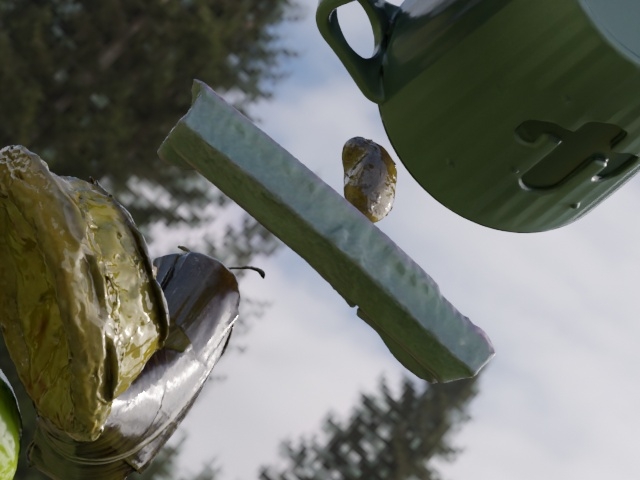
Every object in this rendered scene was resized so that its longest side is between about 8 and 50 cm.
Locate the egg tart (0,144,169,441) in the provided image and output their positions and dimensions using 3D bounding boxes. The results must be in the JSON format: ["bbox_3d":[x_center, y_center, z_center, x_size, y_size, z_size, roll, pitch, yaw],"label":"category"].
[{"bbox_3d":[-0.148,0.028,1.006,0.191,0.074,0.191,42,-38,45],"label":"egg tart"}]

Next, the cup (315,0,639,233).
[{"bbox_3d":[0.222,-0.195,1.682,0.392,0.401,0.310,-41,-115,64],"label":"cup"}]

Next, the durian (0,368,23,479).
[{"bbox_3d":[-0.303,0.170,1.302,0.101,0.139,0.250,40,-49,24],"label":"durian"}]

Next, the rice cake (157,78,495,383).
[{"bbox_3d":[0.002,0.000,1.211,0.290,0.051,0.081,41,-35,-3],"label":"rice cake"}]

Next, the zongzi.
[{"bbox_3d":[-0.138,0.078,1.363,0.111,0.248,0.241,34,-23,5],"label":"zongzi"}]

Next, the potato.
[{"bbox_3d":[0.042,-0.053,1.420,0.092,0.046,0.045,-94,166,-45],"label":"potato"}]
